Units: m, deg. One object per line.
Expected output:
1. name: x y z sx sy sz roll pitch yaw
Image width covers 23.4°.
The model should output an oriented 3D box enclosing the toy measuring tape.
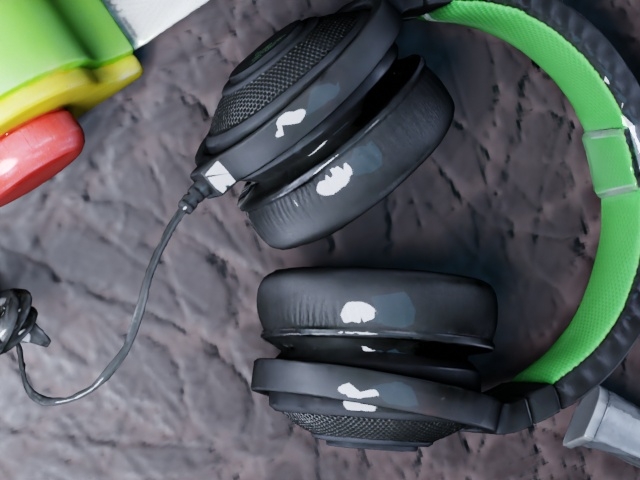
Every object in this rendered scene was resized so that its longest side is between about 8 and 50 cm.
1. toy measuring tape: -0.119 -0.109 0.767 0.330 0.121 0.121 -34 100 -5

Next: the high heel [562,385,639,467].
1. high heel: 0.194 0.233 0.873 0.186 0.093 0.261 25 79 -7

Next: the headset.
1. headset: 0.000 0.000 0.821 0.394 0.185 0.243 -15 92 -27
